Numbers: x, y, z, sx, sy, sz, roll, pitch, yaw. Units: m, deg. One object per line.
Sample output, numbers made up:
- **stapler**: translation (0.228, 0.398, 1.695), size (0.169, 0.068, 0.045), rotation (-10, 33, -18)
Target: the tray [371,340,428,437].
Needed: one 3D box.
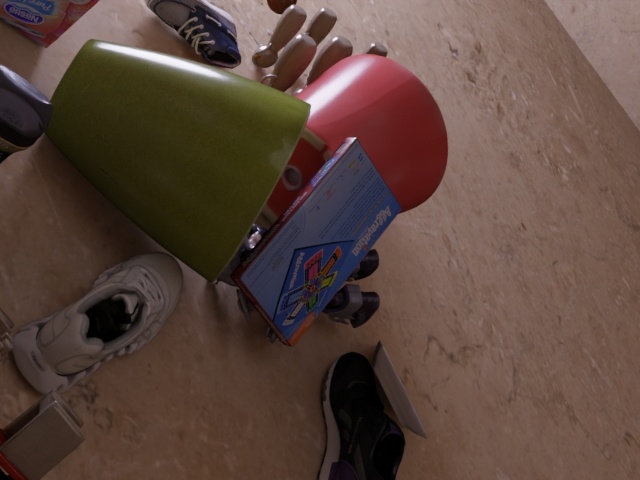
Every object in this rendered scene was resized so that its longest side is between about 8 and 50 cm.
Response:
- **tray**: translation (0.112, 0.225, 1.669), size (0.145, 0.030, 0.270), rotation (63, 0, 4)

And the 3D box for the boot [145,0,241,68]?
- **boot**: translation (-0.197, -0.340, 1.761), size (0.190, 0.069, 0.086), rotation (14, 52, -49)

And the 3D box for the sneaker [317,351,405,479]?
- **sneaker**: translation (0.077, 0.278, 1.602), size (0.107, 0.124, 0.283), rotation (35, 41, -33)

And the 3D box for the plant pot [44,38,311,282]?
- **plant pot**: translation (-0.205, -0.133, 1.453), size (0.293, 0.275, 0.275), rotation (29, 41, -9)

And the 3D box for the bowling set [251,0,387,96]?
- **bowling set**: translation (-0.039, -0.334, 1.932), size (0.287, 0.154, 0.200), rotation (-5, 50, -52)

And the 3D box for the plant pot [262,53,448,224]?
- **plant pot**: translation (0.028, -0.134, 1.753), size (0.243, 0.275, 0.275), rotation (-31, 91, -45)

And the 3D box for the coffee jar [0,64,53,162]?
- **coffee jar**: translation (-0.389, -0.120, 1.245), size (0.096, 0.184, 0.079), rotation (36, 40, -30)

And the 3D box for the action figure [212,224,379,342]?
- **action figure**: translation (-0.044, 0.063, 1.637), size (0.285, 0.099, 0.185), rotation (8, 65, -33)

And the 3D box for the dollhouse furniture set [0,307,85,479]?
- **dollhouse furniture set**: translation (-0.361, 0.134, 1.070), size (0.259, 0.135, 0.262), rotation (53, -9, -11)

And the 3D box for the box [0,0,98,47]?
- **box**: translation (-0.382, -0.441, 1.533), size (0.154, 0.142, 0.300), rotation (31, 43, -36)

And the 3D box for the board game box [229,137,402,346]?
- **board game box**: translation (0.000, 0.000, 1.571), size (0.281, 0.027, 0.145), rotation (-51, 123, -24)

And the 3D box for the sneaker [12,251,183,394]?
- **sneaker**: translation (-0.241, 0.085, 1.347), size (0.110, 0.118, 0.292), rotation (54, 33, -5)
